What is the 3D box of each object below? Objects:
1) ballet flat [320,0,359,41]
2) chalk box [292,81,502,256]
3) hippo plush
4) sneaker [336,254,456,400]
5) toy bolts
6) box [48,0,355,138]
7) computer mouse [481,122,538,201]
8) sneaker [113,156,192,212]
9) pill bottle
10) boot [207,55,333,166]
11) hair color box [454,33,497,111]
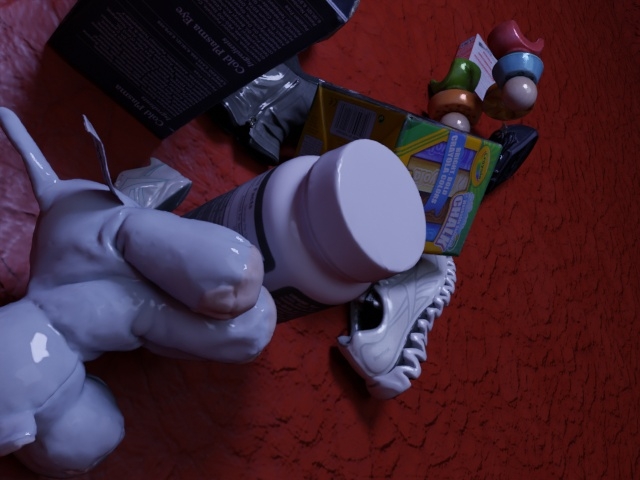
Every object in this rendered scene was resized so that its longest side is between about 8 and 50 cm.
[{"bbox_3d":[0.003,-0.539,1.111,0.164,0.182,0.482,7,86,-11],"label":"ballet flat"},{"bbox_3d":[0.121,-0.091,1.026,0.289,0.180,0.179,8,107,-46],"label":"chalk box"},{"bbox_3d":[-0.190,0.083,0.606,0.236,0.234,0.294,-59,145,-30],"label":"hippo plush"},{"bbox_3d":[0.114,0.088,1.053,0.118,0.110,0.292,43,45,-15],"label":"sneaker"},{"bbox_3d":[0.333,-0.258,1.315,0.218,0.228,0.158,18,58,-21],"label":"toy bolts"},{"bbox_3d":[-0.100,-0.341,0.835,0.179,0.313,0.343,41,47,-28],"label":"box"},{"bbox_3d":[0.345,-0.168,1.395,0.072,0.188,0.272,36,34,18],"label":"computer mouse"},{"bbox_3d":[-0.212,-0.040,0.791,0.061,0.053,0.152,41,46,5],"label":"sneaker"},{"bbox_3d":[-0.037,0.004,0.775,0.161,0.283,0.161,22,59,-41],"label":"pill bottle"},{"bbox_3d":[-0.049,-0.168,1.017,0.246,0.083,0.161,36,62,-33],"label":"boot"},{"bbox_3d":[0.322,-0.347,1.503,0.093,0.053,0.167,45,47,-23],"label":"hair color box"}]
